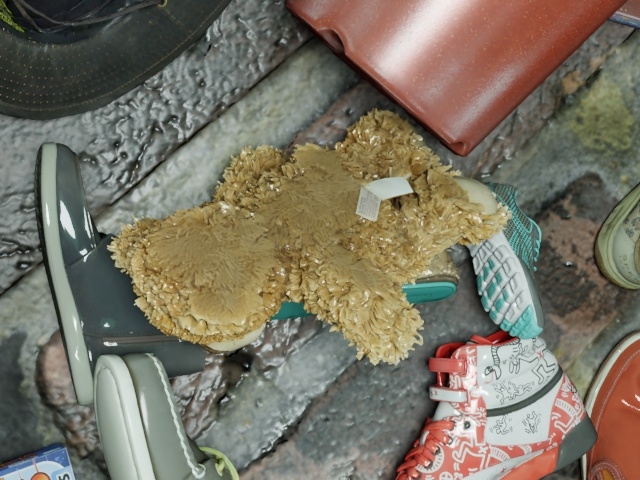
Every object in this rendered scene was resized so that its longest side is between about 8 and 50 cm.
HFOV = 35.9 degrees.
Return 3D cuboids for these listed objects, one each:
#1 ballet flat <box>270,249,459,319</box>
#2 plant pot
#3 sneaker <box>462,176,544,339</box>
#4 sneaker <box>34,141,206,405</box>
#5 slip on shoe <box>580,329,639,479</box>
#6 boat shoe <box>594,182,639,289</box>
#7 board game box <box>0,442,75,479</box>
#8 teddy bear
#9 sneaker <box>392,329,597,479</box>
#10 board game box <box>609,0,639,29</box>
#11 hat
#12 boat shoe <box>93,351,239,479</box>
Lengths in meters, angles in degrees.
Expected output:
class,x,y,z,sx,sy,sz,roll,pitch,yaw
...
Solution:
class,x,y,z,sx,sy,sz,roll,pitch,yaw
ballet flat,0.023,0.028,0.894,0.206,0.073,0.067,-3,63,-16
plant pot,0.128,-0.230,0.812,0.272,0.272,0.265,39,98,-10
sneaker,0.177,0.010,0.904,0.076,0.065,0.166,-6,63,-25
sneaker,-0.170,0.020,0.838,0.118,0.083,0.222,-12,101,-18
slip on shoe,0.300,0.242,0.917,0.123,0.101,0.331,21,72,-11
boat shoe,0.381,-0.070,0.962,0.104,0.089,0.285,35,80,-10
board game box,-0.249,0.285,0.804,0.136,0.035,0.201,-17,95,-31
teddy bear,0.000,0.000,0.815,0.245,0.113,0.338,33,49,14
sneaker,0.112,0.180,0.891,0.270,0.090,0.145,-29,94,-16
board game box,0.246,-0.304,0.970,0.281,0.027,0.145,12,87,-13
hat,-0.201,-0.265,0.785,0.331,0.331,0.134,-27,52,-13
boat shoe,-0.112,0.224,0.815,0.091,0.109,0.305,-18,106,-24
